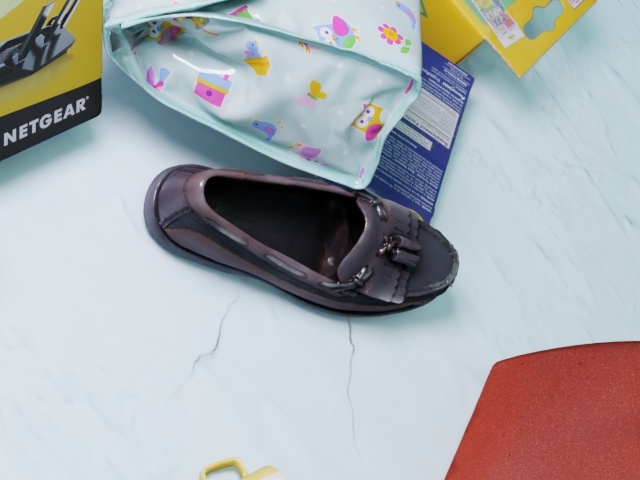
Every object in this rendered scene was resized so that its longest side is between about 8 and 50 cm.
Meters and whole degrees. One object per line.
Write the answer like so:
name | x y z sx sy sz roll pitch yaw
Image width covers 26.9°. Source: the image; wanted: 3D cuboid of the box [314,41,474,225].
box | 0.067 -0.108 1.316 0.136 0.036 0.225 32 53 -18

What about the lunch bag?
lunch bag | -0.051 -0.196 1.168 0.262 0.160 0.223 19 40 -12

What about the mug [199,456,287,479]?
mug | -0.063 0.213 1.053 0.064 0.078 0.062 -14 108 -30

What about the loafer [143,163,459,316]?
loafer | 0.000 0.000 1.160 0.302 0.095 0.109 14 76 -25

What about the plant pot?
plant pot | 0.280 0.237 1.156 0.267 0.235 0.267 40 50 -11

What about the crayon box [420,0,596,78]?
crayon box | 0.130 -0.321 1.441 0.323 0.083 0.203 49 48 -3

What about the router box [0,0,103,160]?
router box | -0.291 -0.155 0.953 0.081 0.243 0.309 30 42 27
